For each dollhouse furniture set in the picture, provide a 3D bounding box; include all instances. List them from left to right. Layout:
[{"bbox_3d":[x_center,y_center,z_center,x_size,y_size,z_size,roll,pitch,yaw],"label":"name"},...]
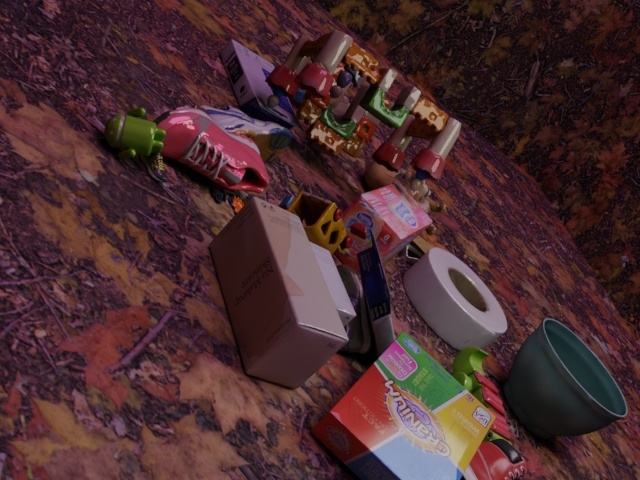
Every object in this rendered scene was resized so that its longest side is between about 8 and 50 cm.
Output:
[{"bbox_3d":[-0.030,-0.346,2.348,0.183,0.129,0.129,21,28,-10],"label":"dollhouse furniture set"}]

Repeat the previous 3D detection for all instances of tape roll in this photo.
[{"bbox_3d":[0.346,0.156,2.150,0.286,0.100,0.286,38,23,-19],"label":"tape roll"}]

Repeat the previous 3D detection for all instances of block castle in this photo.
[{"bbox_3d":[0.097,-0.316,2.106,0.453,0.213,0.303,32,-3,-25],"label":"block castle"}]

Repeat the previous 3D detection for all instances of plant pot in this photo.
[{"bbox_3d":[0.581,0.367,2.070,0.293,0.196,0.293,37,24,-19],"label":"plant pot"}]

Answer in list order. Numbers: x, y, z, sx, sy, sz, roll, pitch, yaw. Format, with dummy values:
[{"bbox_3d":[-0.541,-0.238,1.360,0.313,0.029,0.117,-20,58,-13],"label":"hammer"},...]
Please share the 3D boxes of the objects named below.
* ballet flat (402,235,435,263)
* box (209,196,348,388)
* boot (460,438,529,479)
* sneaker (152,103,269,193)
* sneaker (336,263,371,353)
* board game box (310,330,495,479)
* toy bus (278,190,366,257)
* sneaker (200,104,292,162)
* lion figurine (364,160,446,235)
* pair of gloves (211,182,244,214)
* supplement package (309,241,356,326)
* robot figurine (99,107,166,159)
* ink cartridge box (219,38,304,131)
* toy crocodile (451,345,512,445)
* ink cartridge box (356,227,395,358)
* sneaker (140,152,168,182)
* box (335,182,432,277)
[{"bbox_3d":[0.226,0.004,2.241,0.232,0.080,0.073,33,55,-22],"label":"ballet flat"},{"bbox_3d":[-0.080,0.087,1.470,0.121,0.148,0.311,24,29,-39],"label":"box"},{"bbox_3d":[0.334,0.468,1.537,0.176,0.088,0.244,2,40,-23],"label":"boot"},{"bbox_3d":[-0.212,-0.176,1.707,0.314,0.116,0.136,16,30,-50],"label":"sneaker"},{"bbox_3d":[0.040,0.133,1.664,0.086,0.064,0.192,5,61,-35],"label":"sneaker"},{"bbox_3d":[0.157,0.323,1.473,0.242,0.064,0.316,42,33,8],"label":"board game box"},{"bbox_3d":[-0.007,-0.009,1.807,0.202,0.191,0.104,41,66,-9],"label":"toy bus"},{"bbox_3d":[-0.176,-0.260,1.941,0.131,0.112,0.296,48,19,18],"label":"sneaker"},{"bbox_3d":[0.211,-0.142,2.386,0.240,0.142,0.392,22,10,-34],"label":"lion figurine"},{"bbox_3d":[-0.193,-0.087,1.745,0.083,0.010,0.074,32,26,-28],"label":"pair of gloves"},{"bbox_3d":[-0.025,0.097,1.600,0.105,0.105,0.179,26,28,-39],"label":"supplement package"},{"bbox_3d":[-0.349,-0.197,1.562,0.115,0.067,0.101,13,74,-14],"label":"robot figurine"},{"bbox_3d":[-0.162,-0.404,2.268,0.165,0.065,0.333,27,28,-39],"label":"ink cartridge box"},{"bbox_3d":[0.346,0.366,1.784,0.115,0.105,0.340,36,25,-21],"label":"toy crocodile"},{"bbox_3d":[0.114,0.126,1.709,0.223,0.045,0.224,-101,180,-54],"label":"ink cartridge box"},{"bbox_3d":[-0.315,-0.147,1.601,0.083,0.035,0.031,52,24,16],"label":"sneaker"},{"bbox_3d":[0.143,-0.031,2.047,0.142,0.154,0.300,49,22,8],"label":"box"}]
